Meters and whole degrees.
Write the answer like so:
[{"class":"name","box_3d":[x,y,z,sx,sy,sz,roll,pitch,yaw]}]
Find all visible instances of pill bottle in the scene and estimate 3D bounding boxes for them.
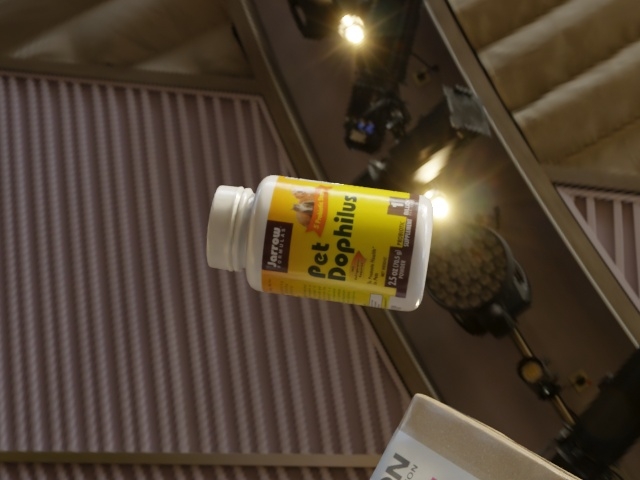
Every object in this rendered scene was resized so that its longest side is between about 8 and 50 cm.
[{"class":"pill bottle","box_3d":[0.000,0.000,1.106,0.214,0.117,0.117,7,-104,4]}]

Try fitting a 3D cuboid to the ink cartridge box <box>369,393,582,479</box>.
[{"class":"ink cartridge box","box_3d":[0.079,0.229,0.634,0.193,0.088,0.235,20,-99,59]}]
